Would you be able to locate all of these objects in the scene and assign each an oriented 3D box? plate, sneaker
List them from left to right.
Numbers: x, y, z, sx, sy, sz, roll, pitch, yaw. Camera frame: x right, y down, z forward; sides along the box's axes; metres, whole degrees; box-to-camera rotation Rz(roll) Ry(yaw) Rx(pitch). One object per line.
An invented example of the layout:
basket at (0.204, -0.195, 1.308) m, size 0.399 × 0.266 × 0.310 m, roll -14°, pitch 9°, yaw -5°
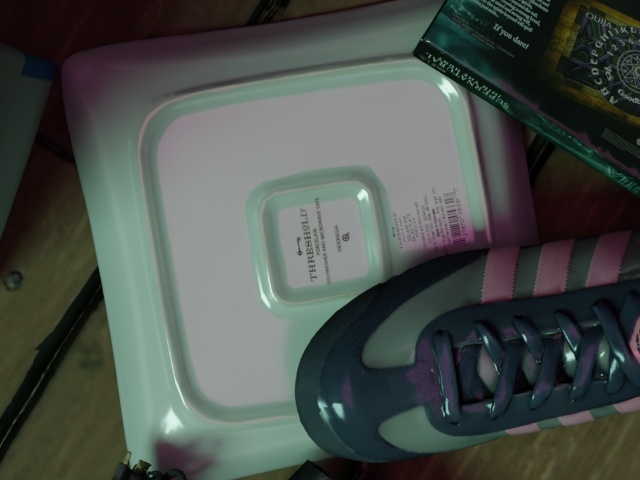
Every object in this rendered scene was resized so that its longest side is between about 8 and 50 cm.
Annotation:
plate at (0.000, 0.000, 0.932) m, size 0.278 × 0.045 × 0.277 m, roll -10°, pitch 93°, yaw -4°
sneaker at (0.145, 0.051, 0.864) m, size 0.319 × 0.131 × 0.112 m, roll -17°, pitch 98°, yaw -20°

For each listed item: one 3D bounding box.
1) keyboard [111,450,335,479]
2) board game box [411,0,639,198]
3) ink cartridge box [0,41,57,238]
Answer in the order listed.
keyboard at (-0.097, 0.255, 0.893) m, size 0.201 × 0.033 × 0.317 m, roll 43°, pitch 88°, yaw -4°
board game box at (0.165, -0.113, 0.917) m, size 0.186 × 0.026 × 0.126 m, roll 33°, pitch 71°, yaw -1°
ink cartridge box at (-0.360, -0.085, 0.781) m, size 0.395 × 0.285 × 0.166 m, roll 19°, pitch 93°, yaw -4°
